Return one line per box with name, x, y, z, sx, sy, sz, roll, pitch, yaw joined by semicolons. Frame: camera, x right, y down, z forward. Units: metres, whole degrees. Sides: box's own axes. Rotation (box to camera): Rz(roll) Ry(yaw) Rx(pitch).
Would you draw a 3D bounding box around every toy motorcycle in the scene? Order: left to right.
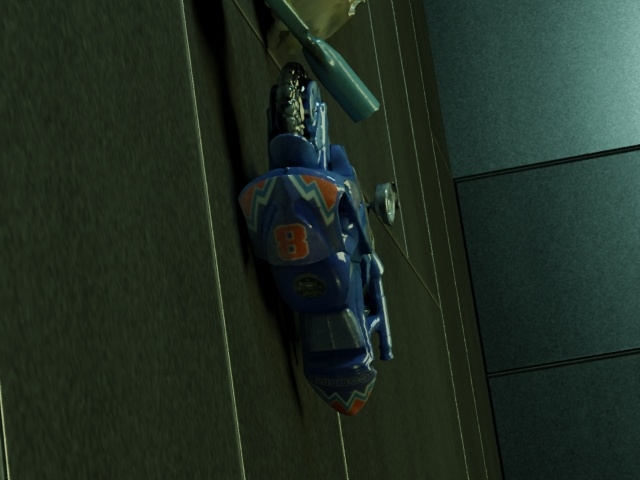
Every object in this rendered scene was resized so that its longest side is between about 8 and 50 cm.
toy motorcycle;0.000;0.000;0.990;0.114;0.076;0.205;-81;162;-45

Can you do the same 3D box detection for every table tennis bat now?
table tennis bat;-0.021;-0.129;0.960;0.155;0.019;0.100;51;4;-11

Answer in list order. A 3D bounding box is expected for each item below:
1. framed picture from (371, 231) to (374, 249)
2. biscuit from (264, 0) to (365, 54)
framed picture;0.038;0.009;1.458;0.089;0.006;0.066;-92;169;-45
biscuit;-0.007;-0.262;1.204;0.281;0.084;0.179;-88;166;-54
